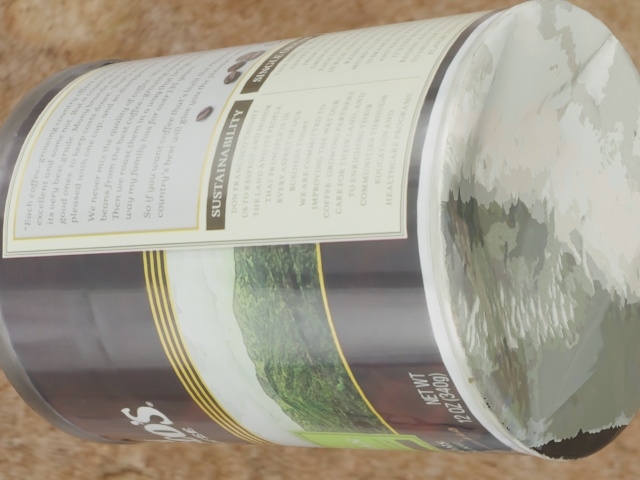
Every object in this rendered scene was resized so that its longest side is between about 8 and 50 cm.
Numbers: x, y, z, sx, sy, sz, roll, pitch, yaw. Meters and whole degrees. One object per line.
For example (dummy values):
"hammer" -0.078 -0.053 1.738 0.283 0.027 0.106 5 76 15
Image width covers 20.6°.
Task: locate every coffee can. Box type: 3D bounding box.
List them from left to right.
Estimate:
"coffee can" 0.000 0.000 0.838 0.201 0.275 0.201 5 83 -52
